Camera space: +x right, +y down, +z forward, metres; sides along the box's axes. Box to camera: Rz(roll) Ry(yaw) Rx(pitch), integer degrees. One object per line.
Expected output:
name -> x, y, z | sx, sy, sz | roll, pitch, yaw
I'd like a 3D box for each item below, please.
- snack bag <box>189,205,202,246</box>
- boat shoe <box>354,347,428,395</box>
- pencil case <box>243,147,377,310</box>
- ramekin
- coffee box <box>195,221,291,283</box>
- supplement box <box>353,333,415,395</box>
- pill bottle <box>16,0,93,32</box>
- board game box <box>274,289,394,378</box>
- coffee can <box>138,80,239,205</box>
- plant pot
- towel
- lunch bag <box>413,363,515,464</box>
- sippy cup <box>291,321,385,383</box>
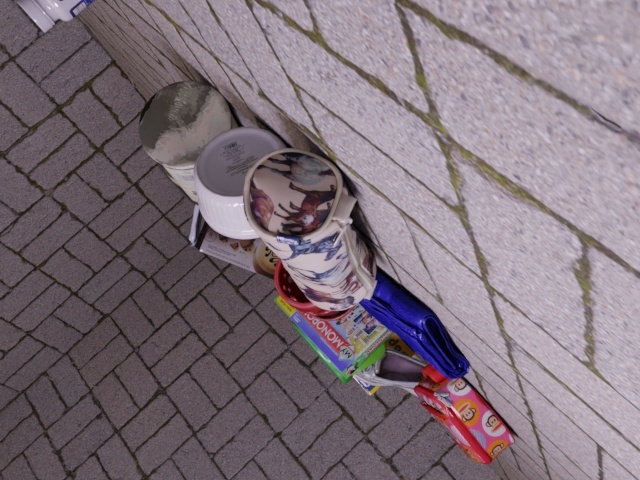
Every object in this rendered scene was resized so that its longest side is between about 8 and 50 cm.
snack bag -> -0.344, -0.150, 2.262 | 0.037, 0.342, 0.323 | 11, 177, -8
boat shoe -> 0.211, 0.370, 2.199 | 0.321, 0.118, 0.103 | 18, 153, 24
pencil case -> 0.000, 0.000, 1.334 | 0.184, 0.160, 0.410 | 33, 169, 22
ramekin -> -0.139, -0.115, 1.414 | 0.207, 0.207, 0.109 | 44, 165, 30
coffee box -> -0.190, 0.002, 2.182 | 0.297, 0.168, 0.119 | 23, 180, -15
supplement box -> 0.151, 0.355, 2.473 | 0.194, 0.195, 0.356 | 47, 175, 2
pill bottle -> -0.544, -0.534, 1.606 | 0.112, 0.187, 0.112 | 47, 174, 7
board game box -> 0.046, 0.185, 1.998 | 0.317, 0.213, 0.046 | 42, 172, 38
coffee can -> -0.270, -0.210, 1.717 | 0.201, 0.201, 0.275 | 46, 174, 15
plant pot -> 0.004, 0.102, 1.916 | 0.191, 0.191, 0.174 | 44, -177, 33
towel -> 0.167, 0.169, 1.629 | 0.308, 0.076, 0.227 | 37, 168, 50
lunch bag -> 0.349, 0.425, 1.929 | 0.258, 0.120, 0.293 | 51, 173, 1
sippy cup -> 0.074, 0.248, 2.157 | 0.305, 0.224, 0.240 | 46, 172, 24
